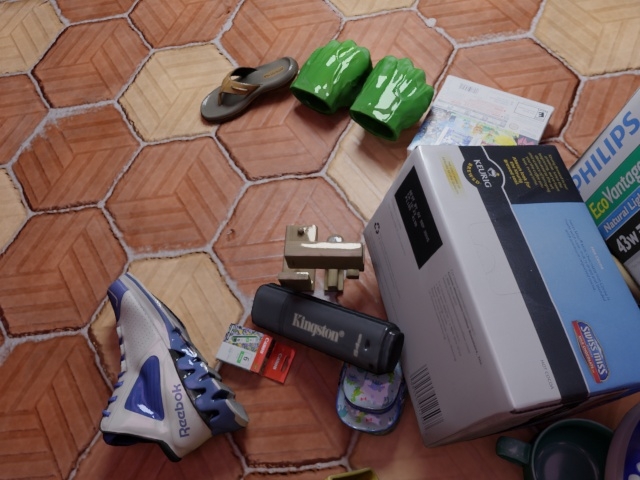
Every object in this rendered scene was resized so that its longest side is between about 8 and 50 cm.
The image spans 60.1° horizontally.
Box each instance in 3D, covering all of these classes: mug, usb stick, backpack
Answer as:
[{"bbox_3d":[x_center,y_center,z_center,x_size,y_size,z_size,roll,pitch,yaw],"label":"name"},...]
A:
[{"bbox_3d":[0.328,0.298,0.735,0.130,0.097,0.157,-37,65,-9],"label":"mug"},{"bbox_3d":[-0.001,0.127,0.836,0.278,0.045,0.077,14,83,40],"label":"usb stick"},{"bbox_3d":[0.074,0.224,0.816,0.105,0.084,0.114,9,69,14],"label":"backpack"}]

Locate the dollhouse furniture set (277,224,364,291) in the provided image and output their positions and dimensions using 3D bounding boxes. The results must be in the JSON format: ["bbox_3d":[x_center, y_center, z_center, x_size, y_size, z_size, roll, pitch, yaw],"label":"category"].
[{"bbox_3d":[0.000,0.000,0.896,0.144,0.151,0.123,0,65,6],"label":"dollhouse furniture set"}]

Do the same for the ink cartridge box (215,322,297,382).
[{"bbox_3d":[-0.103,0.181,0.892,0.115,0.029,0.062,16,68,16],"label":"ink cartridge box"}]

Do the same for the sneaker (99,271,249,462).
[{"bbox_3d":[-0.272,0.209,0.849,0.182,0.127,0.315,-38,67,-12],"label":"sneaker"}]

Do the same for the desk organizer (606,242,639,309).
[{"bbox_3d":[0.461,0.070,0.850,0.047,0.050,0.130,-20,64,-1],"label":"desk organizer"}]

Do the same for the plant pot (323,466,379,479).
[{"bbox_3d":[0.011,0.427,0.672,0.187,0.212,0.212,-33,64,6],"label":"plant pot"}]

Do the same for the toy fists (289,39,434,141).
[{"bbox_3d":[0.081,-0.291,1.047,0.279,0.096,0.142,30,82,31],"label":"toy fists"}]

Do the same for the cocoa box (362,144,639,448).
[{"bbox_3d":[0.235,0.070,0.753,0.228,0.231,0.346,-4,62,-19],"label":"cocoa box"}]

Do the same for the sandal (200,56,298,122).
[{"bbox_3d":[-0.150,-0.313,1.105,0.220,0.060,0.089,-22,58,12],"label":"sandal"}]

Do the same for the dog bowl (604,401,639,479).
[{"bbox_3d":[0.470,0.312,0.641,0.265,0.104,0.264,7,71,-20],"label":"dog bowl"}]

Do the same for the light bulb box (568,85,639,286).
[{"bbox_3d":[0.609,-0.049,0.744,0.358,0.225,0.360,-16,63,-19],"label":"light bulb box"}]

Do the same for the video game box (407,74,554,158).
[{"bbox_3d":[0.289,-0.191,1.002,0.205,0.048,0.187,24,69,19],"label":"video game box"}]

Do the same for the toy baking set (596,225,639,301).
[{"bbox_3d":[0.478,-0.002,0.846,0.256,0.030,0.197,37,56,11],"label":"toy baking set"}]
